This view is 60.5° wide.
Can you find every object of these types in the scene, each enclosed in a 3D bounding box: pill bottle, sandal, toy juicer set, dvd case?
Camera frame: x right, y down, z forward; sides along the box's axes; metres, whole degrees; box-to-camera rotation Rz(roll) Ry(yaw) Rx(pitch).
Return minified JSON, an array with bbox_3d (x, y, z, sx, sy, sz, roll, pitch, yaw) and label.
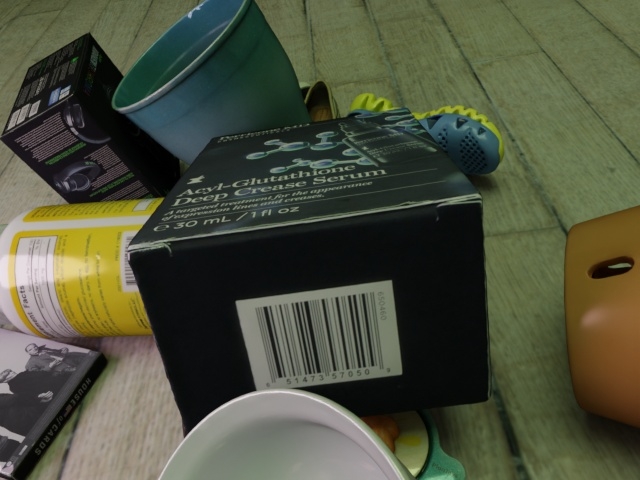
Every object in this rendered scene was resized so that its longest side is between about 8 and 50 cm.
[{"bbox_3d":[-0.312,0.040,0.765,0.333,0.188,0.188,-3,43,8],"label":"pill bottle"},{"bbox_3d":[0.155,-0.160,0.947,0.317,0.126,0.138,16,52,37],"label":"sandal"},{"bbox_3d":[0.026,0.231,0.565,0.209,0.089,0.329,-28,46,-18],"label":"toy juicer set"},{"bbox_3d":[-0.434,0.203,0.732,0.238,0.030,0.179,8,46,20],"label":"dvd case"}]

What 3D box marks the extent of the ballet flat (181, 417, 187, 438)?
[{"bbox_3d":[-0.124,0.215,0.636,0.058,0.084,0.250,14,36,-23],"label":"ballet flat"}]

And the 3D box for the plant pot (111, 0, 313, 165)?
[{"bbox_3d":[-0.144,-0.220,0.899,0.271,0.255,0.272,-26,40,23],"label":"plant pot"}]

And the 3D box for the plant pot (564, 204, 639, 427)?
[{"bbox_3d":[0.365,0.077,0.546,0.203,0.291,0.291,-5,40,31],"label":"plant pot"}]

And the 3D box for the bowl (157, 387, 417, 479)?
[{"bbox_3d":[-0.005,0.274,0.423,0.297,0.134,0.298,-17,61,34],"label":"bowl"}]

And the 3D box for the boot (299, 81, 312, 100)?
[{"bbox_3d":[-0.141,-0.267,1.136,0.244,0.088,0.176,-41,49,-23],"label":"boot"}]

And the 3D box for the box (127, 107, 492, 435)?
[{"bbox_3d":[0.000,0.000,0.647,0.293,0.212,0.395,-9,23,3],"label":"box"}]

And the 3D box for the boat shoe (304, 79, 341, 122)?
[{"bbox_3d":[-0.016,-0.195,1.029,0.104,0.089,0.285,-3,43,8],"label":"boat shoe"}]

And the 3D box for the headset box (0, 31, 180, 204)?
[{"bbox_3d":[-0.358,-0.157,0.928,0.131,0.283,0.246,-27,41,7],"label":"headset box"}]
